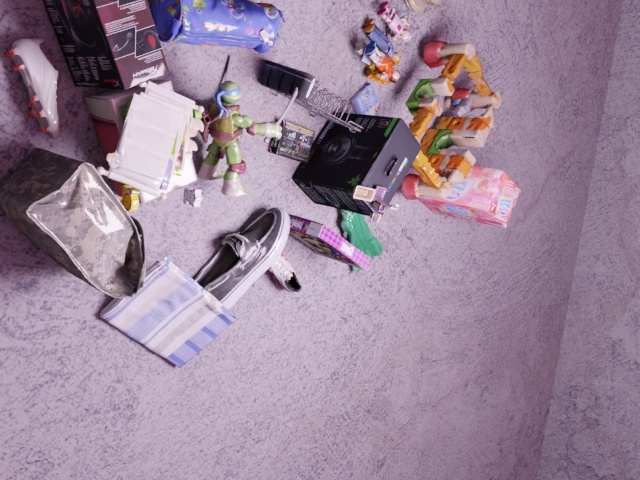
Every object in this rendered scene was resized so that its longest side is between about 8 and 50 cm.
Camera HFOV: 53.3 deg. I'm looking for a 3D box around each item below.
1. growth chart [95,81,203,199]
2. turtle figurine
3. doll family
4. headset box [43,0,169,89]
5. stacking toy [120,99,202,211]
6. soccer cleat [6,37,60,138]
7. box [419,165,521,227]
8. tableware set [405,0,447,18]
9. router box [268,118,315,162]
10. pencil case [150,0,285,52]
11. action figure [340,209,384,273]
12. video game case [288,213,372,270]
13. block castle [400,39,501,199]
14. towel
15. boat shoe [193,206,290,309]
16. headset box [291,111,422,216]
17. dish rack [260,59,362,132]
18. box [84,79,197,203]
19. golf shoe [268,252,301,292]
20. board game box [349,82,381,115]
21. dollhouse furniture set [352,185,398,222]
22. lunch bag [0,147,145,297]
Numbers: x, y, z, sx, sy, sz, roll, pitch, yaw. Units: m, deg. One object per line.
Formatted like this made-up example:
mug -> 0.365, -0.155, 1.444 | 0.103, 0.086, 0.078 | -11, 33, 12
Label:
growth chart -> -0.327, -0.201, 1.275 | 0.172, 0.021, 0.238 | 29, 68, -35
turtle figurine -> -0.183, -0.258, 1.512 | 0.275, 0.197, 0.267 | -74, -179, -59
doll family -> 0.180, -0.555, 1.870 | 0.163, 0.118, 0.263 | 40, 55, -36
headset box -> -0.429, -0.447, 1.214 | 0.110, 0.218, 0.294 | -34, 123, -34
stacking toy -> -0.325, -0.171, 1.330 | 0.166, 0.052, 0.221 | -4, 103, -44
soccer cleat -> -0.543, -0.299, 1.256 | 0.076, 0.068, 0.196 | -32, 119, -37
box -> 0.485, -0.159, 2.123 | 0.154, 0.299, 0.142 | 33, 78, -45
tableware set -> 0.316, -0.761, 1.977 | 0.194, 0.039, 0.128 | -33, 111, -40
router box -> -0.077, -0.269, 1.733 | 0.122, 0.038, 0.092 | 11, 94, -46
pencil case -> -0.228, -0.498, 1.458 | 0.306, 0.133, 0.119 | -8, 140, -42
action figure -> 0.112, -0.022, 1.969 | 0.137, 0.063, 0.232 | -45, 133, -23
video game case -> 0.000, 0.000, 1.764 | 0.232, 0.210, 0.042 | 35, 77, -44
block castle -> 0.352, -0.373, 2.005 | 0.303, 0.212, 0.453 | 45, 68, -38
towel -> -0.359, 0.183, 1.538 | 0.209, 0.034, 0.285 | -41, 130, 2
boat shoe -> -0.202, 0.036, 1.640 | 0.335, 0.121, 0.119 | -55, 137, -15
headset box -> 0.105, -0.211, 1.754 | 0.131, 0.283, 0.246 | 44, 72, -42
dish rack -> -0.013, -0.366, 1.658 | 0.271, 0.208, 0.074 | 20, 100, -46
box -> -0.386, -0.218, 1.385 | 0.148, 0.126, 0.233 | -29, 120, -35
golf shoe -> -0.110, 0.072, 1.767 | 0.067, 0.086, 0.186 | -50, 129, -20
board game box -> 0.135, -0.409, 1.912 | 0.090, 0.020, 0.090 | -48, 130, -22
dollhouse furniture set -> 0.134, -0.086, 1.589 | 0.114, 0.081, 0.091 | 8, 108, -40
lunch bag -> -0.479, -0.023, 1.273 | 0.169, 0.235, 0.287 | -47, 130, -23
